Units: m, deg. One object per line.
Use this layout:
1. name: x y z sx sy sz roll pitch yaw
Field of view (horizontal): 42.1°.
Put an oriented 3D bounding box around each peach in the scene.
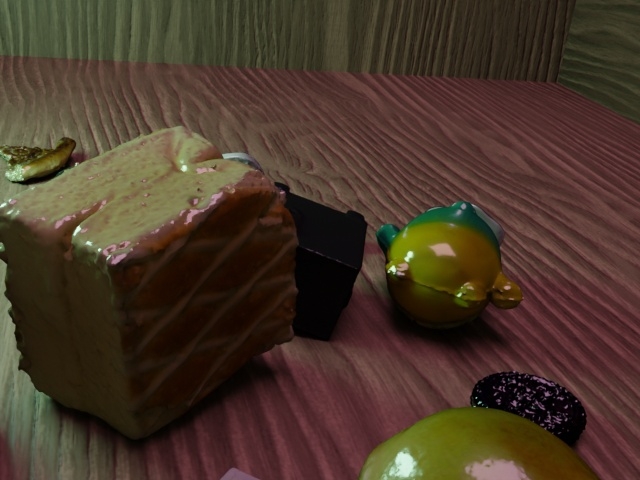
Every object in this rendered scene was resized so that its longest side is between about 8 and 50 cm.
1. peach: 0.198 0.341 0.937 0.314 0.281 0.315 4 32 -21

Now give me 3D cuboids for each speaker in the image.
1. speaker: -0.040 0.030 1.632 0.232 0.184 0.254 22 24 -2

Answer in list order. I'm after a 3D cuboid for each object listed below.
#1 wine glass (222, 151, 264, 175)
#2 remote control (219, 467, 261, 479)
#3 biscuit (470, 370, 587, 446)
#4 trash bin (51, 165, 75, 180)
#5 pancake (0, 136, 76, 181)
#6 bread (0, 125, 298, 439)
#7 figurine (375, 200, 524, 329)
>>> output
1. wine glass: -0.195 -0.102 1.972 0.165 0.164 0.196 -1 30 -16
2. remote control: -0.140 0.389 1.013 0.103 0.055 0.277 17 27 22
3. biscuit: 0.344 0.281 1.383 0.195 0.053 0.194 6 24 -3
4. trash bin: -0.473 -0.029 1.670 0.214 0.214 0.334 -2 20 -19
5. pancake: -0.783 -0.230 2.217 0.245 0.057 0.266 16 27 22
6. bread: -0.255 0.063 1.290 0.279 0.371 0.390 24 38 31
7. figurine: 0.256 0.042 1.683 0.324 0.231 0.340 18 20 11
